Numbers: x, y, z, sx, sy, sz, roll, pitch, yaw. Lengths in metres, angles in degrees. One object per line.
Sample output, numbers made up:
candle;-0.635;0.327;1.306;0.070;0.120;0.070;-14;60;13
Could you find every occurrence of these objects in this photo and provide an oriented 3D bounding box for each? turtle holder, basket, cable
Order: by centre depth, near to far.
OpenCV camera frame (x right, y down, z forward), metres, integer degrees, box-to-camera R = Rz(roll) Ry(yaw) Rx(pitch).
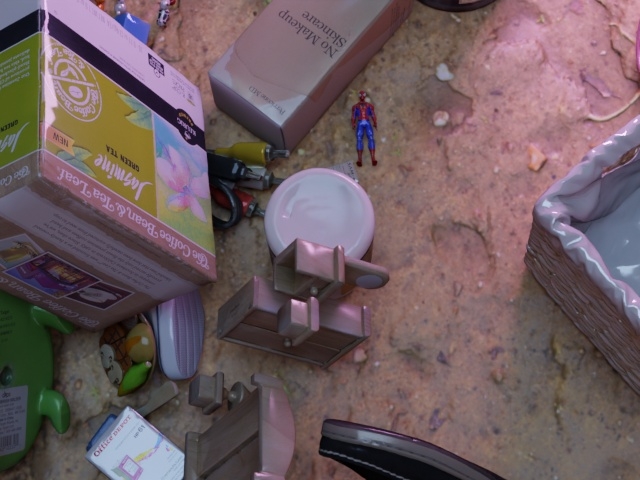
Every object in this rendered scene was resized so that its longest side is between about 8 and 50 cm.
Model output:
turtle holder;-0.479;0.143;1.465;0.227;0.320;0.243;2;30;23
basket;0.480;0.011;1.488;0.328;0.266;0.331;-38;77;-10
cable;-0.189;-0.105;1.665;0.287;0.072;0.139;19;91;19

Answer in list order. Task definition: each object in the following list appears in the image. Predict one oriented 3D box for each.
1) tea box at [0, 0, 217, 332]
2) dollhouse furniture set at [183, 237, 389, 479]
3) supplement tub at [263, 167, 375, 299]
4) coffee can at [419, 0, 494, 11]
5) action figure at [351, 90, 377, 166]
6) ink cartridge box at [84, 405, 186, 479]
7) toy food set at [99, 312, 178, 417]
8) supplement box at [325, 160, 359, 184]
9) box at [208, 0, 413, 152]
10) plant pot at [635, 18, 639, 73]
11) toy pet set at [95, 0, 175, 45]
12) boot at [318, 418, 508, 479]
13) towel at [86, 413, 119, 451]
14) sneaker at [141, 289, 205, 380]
tea box;-0.319;-0.103;1.443;0.220;0.329;0.323;-22;58;24
dollhouse furniture set;-0.025;0.230;1.395;0.174;0.303;0.355;17;53;-26
supplement tub;0.000;0.000;1.536;0.144;0.200;0.144;0;73;1
coffee can;0.207;-0.486;1.642;0.201;0.275;0.201;0;72;1
action figure;0.065;-0.167;1.677;0.038;0.030;0.115;-6;71;5
ink cartridge box;-0.235;0.290;1.498;0.122;0.052;0.088;37;76;12
toy food set;-0.268;0.145;1.545;0.038;0.132;0.192;-4;64;-46
supplement box;0.004;-0.075;1.631;0.098;0.062;0.036;-17;72;-3
box;-0.010;-0.292;1.667;0.148;0.121;0.311;36;77;11
plant pot;0.580;-0.302;1.631;0.180;0.201;0.201;10;73;-12
toy pet set;-0.292;-0.343;1.719;0.122;0.065;0.114;8;73;4
boot;0.121;0.403;1.397;0.377;0.138;0.284;30;78;-24
towel;-0.254;0.293;1.541;0.119;0.029;0.067;36;75;10
sneaker;-0.225;0.073;1.589;0.091;0.094;0.258;-15;71;22
